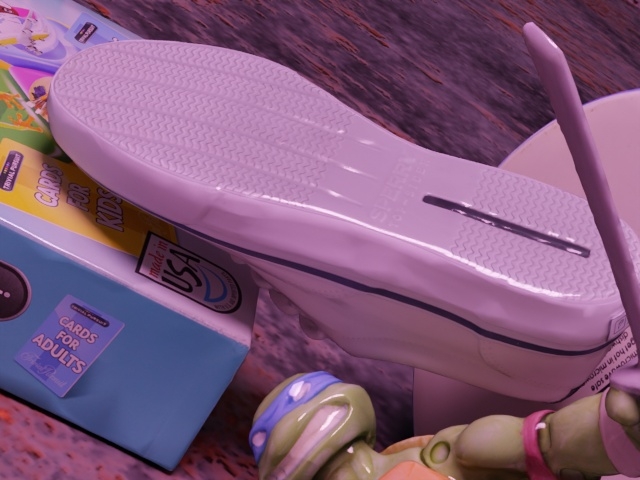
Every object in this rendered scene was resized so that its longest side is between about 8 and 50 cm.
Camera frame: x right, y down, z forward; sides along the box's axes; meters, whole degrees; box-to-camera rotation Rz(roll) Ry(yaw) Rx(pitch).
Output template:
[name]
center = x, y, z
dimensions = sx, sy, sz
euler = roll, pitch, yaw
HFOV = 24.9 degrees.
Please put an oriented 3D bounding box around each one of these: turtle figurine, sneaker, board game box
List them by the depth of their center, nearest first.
[turtle figurine]
center = 0.062, 0.137, 0.470
dimensions = 0.266, 0.275, 0.198
euler = 43, 60, 14
[sneaker]
center = 0.000, 0.000, 0.598
dimensions = 0.258, 0.091, 0.094
euler = 25, 45, 13
[board game box]
center = -0.185, -0.061, 0.679
dimensions = 0.336, 0.079, 0.254
euler = 28, 24, -12

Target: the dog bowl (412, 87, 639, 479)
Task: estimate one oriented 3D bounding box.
[dog bowl]
center = 0.165, 0.069, 0.629
dimensions = 0.104, 0.265, 0.265
euler = 7, 34, -40
